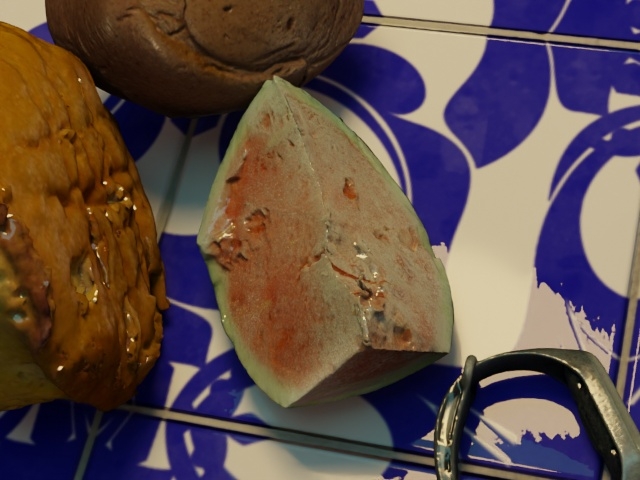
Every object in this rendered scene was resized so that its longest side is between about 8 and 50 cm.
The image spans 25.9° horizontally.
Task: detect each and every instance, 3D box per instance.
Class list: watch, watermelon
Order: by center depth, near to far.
[{"bbox_3d":[0.191,0.193,1.275,0.192,0.068,0.206,-22,62,-3],"label":"watch"},{"bbox_3d":[0.000,0.000,1.345,0.223,0.180,0.305,-16,65,-10],"label":"watermelon"}]

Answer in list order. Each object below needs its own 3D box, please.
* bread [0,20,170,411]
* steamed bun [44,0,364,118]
[{"bbox_3d":[-0.295,-0.017,1.317,0.215,0.398,0.398,-18,60,13],"label":"bread"},{"bbox_3d":[-0.117,-0.218,1.435,0.301,0.199,0.251,-16,25,-35],"label":"steamed bun"}]
